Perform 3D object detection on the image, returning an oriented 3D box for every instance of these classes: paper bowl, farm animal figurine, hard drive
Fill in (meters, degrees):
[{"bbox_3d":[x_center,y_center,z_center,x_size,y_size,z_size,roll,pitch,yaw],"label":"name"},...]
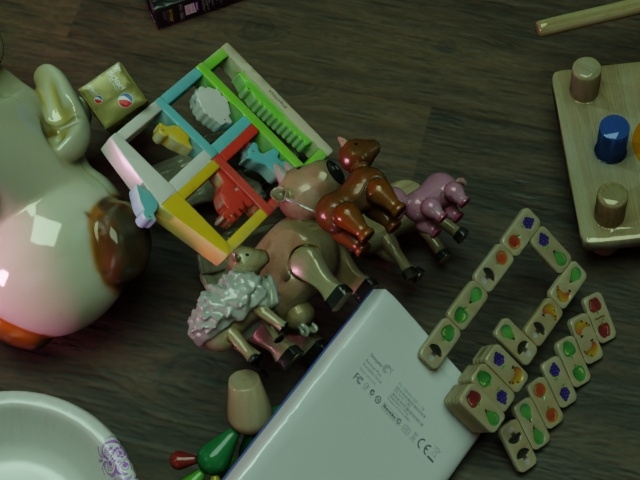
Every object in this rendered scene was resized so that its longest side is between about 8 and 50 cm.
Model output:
[{"bbox_3d":[-0.332,0.316,1.730,0.284,0.148,0.284,3,64,-5],"label":"paper bowl"},{"bbox_3d":[0.000,0.000,1.835,0.327,0.330,0.172,-47,72,5],"label":"farm animal figurine"},{"bbox_3d":[0.035,0.240,1.759,0.210,0.040,0.318,48,66,-21],"label":"hard drive"}]

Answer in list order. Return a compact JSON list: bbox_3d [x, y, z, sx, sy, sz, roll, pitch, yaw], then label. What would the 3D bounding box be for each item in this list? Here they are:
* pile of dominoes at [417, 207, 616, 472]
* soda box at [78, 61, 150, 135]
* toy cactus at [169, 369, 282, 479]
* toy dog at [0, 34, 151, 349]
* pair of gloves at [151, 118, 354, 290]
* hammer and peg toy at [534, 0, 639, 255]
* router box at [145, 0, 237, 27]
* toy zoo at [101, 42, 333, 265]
[{"bbox_3d":[0.239,0.113,1.831,0.196,0.040,0.251,45,65,-15],"label":"pile of dominoes"},{"bbox_3d":[-0.243,-0.166,1.938,0.061,0.181,0.058,-35,90,-3],"label":"soda box"},{"bbox_3d":[-0.074,0.210,1.782,0.219,0.180,0.112,-17,41,-12],"label":"toy cactus"},{"bbox_3d":[-0.371,-0.075,1.848,0.284,0.408,0.395,-39,19,10],"label":"toy dog"},{"bbox_3d":[-0.091,-0.034,1.990,0.204,0.042,0.240,-29,69,-19],"label":"pair of gloves"},{"bbox_3d":[0.413,-0.157,1.988,0.266,0.127,0.361,-7,60,1],"label":"hammer and peg toy"},{"bbox_3d":[-0.192,-0.385,2.189,0.133,0.046,0.179,-20,62,-9],"label":"router box"},{"bbox_3d":[-0.129,-0.096,1.903,0.192,0.030,0.293,45,47,-3],"label":"toy zoo"}]
